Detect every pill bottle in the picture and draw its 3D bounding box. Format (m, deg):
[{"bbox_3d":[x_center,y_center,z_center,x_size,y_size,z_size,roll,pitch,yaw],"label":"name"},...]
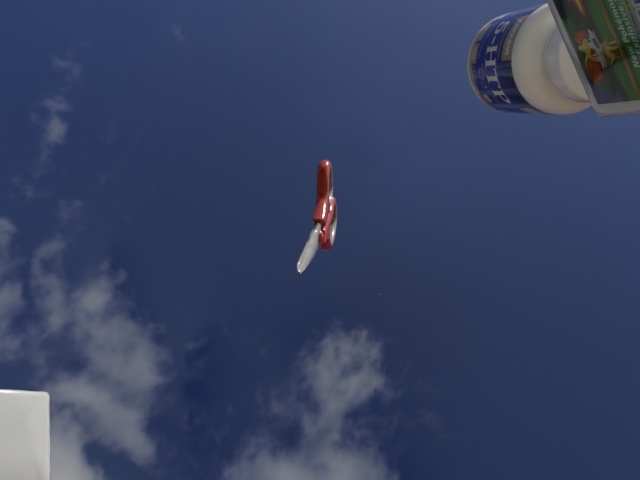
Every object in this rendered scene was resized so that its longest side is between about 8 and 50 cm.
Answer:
[{"bbox_3d":[0.235,-0.185,0.687,0.111,0.187,0.112,-2,-78,-10],"label":"pill bottle"}]

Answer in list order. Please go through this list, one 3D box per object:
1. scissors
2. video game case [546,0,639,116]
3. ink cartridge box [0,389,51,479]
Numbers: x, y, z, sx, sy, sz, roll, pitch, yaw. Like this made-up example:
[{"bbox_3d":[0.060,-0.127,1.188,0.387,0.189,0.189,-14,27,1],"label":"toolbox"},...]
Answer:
[{"bbox_3d":[0.000,0.000,0.784,0.021,0.297,0.109,0,-61,5],"label":"scissors"},{"bbox_3d":[0.184,-0.223,0.350,0.036,0.300,0.329,-31,-77,-7],"label":"video game case"},{"bbox_3d":[-0.318,0.110,0.310,0.165,0.332,0.065,-29,-121,30],"label":"ink cartridge box"}]
